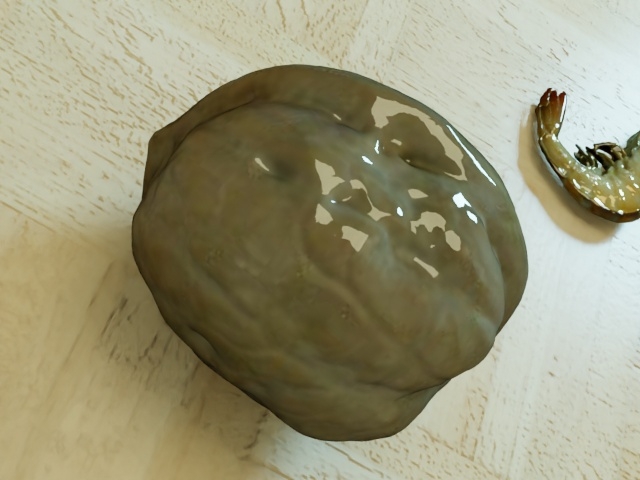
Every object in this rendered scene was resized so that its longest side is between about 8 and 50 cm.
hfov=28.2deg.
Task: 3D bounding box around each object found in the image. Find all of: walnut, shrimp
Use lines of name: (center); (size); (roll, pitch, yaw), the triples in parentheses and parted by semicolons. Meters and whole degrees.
walnut: (0.000, 0.000, 0.716); (0.224, 0.224, 0.224); (16, 54, -23)
shrimp: (0.233, -0.086, 1.025); (0.124, 0.034, 0.178); (40, 53, 5)
